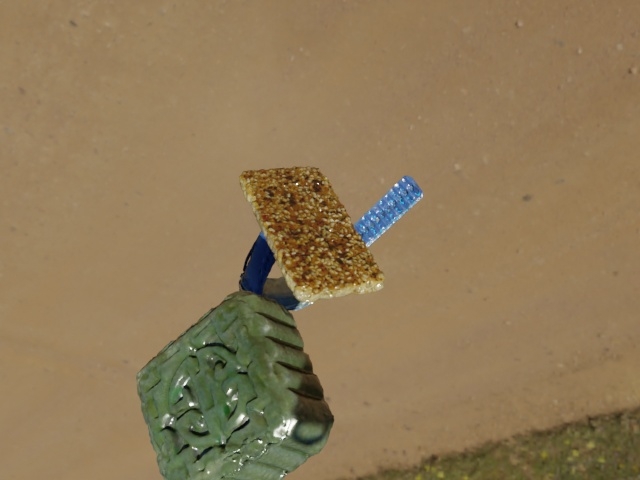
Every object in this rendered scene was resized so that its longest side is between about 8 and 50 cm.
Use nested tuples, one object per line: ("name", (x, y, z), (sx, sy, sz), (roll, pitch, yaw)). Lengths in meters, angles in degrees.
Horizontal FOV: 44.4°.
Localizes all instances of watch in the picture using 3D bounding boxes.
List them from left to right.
("watch", (0.007, 0.004, 1.327), (0.276, 0.068, 0.274), (-4, 134, -40))

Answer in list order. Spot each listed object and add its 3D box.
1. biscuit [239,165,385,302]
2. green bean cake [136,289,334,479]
("biscuit", (-0.014, -0.017, 1.020), (0.131, 0.231, 0.025), (-8, 139, -27))
("green bean cake", (-0.094, 0.168, 0.815), (0.183, 0.185, 0.094), (-38, 144, 16))
